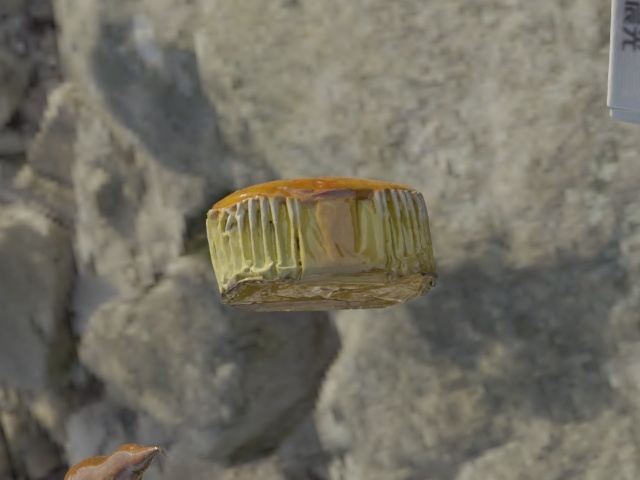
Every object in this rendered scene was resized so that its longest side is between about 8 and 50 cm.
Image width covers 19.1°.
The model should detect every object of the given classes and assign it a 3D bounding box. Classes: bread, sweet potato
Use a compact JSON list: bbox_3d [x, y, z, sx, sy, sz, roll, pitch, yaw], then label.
[{"bbox_3d":[0.000,0.000,1.619,0.132,0.191,0.114,132,130,-73],"label":"bread"},{"bbox_3d":[-0.213,0.243,1.993,0.195,0.056,0.056,-28,77,46],"label":"sweet potato"}]

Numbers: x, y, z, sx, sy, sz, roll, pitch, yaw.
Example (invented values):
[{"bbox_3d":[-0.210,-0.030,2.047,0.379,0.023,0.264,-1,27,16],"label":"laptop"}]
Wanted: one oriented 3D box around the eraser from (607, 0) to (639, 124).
[{"bbox_3d":[0.318,-0.236,1.613,0.124,0.081,0.279,9,112,23],"label":"eraser"}]
